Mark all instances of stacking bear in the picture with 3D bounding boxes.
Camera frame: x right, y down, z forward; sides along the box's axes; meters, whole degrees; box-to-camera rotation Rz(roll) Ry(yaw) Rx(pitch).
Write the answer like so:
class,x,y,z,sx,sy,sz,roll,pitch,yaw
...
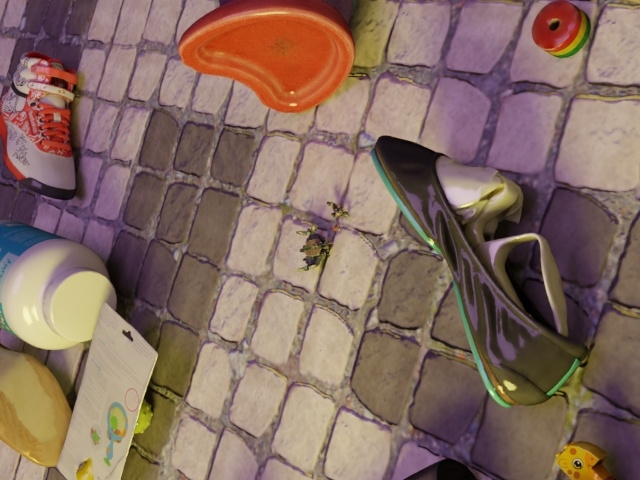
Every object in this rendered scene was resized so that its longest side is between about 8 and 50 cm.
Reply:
class,x,y,z,sx,sy,sz,roll,pitch,yaw
stacking bear,-0.037,-0.316,1.085,0.164,0.175,0.289,-24,54,43

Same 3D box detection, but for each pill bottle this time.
class,x,y,z,sx,sy,sz,roll,pitch,yaw
pill bottle,-0.378,0.060,1.333,0.264,0.146,0.146,13,88,48

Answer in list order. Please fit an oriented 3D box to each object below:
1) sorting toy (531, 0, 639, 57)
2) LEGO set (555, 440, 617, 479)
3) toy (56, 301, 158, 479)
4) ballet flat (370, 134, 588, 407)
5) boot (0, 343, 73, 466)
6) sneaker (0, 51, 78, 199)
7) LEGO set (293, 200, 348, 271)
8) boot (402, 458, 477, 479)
class,x,y,z,sx,sy,sz,roll,pitch,yaw
sorting toy,0.273,-0.274,0.814,0.132,0.046,0.274,33,102,47
LEGO set,0.213,0.170,0.709,0.093,0.087,0.227,48,114,27
toy,-0.247,0.211,1.216,0.137,0.056,0.237,33,108,43
ballet flat,0.141,0.004,0.847,0.096,0.095,0.280,-36,64,22
boot,-0.452,0.221,1.403,0.295,0.104,0.211,46,148,10
sneaker,-0.409,-0.182,1.483,0.145,0.090,0.270,-60,41,19
LEGO set,0.002,0.000,1.043,0.083,0.023,0.054,-42,52,14
boot,0.045,0.356,0.830,0.280,0.096,0.264,-43,51,31
